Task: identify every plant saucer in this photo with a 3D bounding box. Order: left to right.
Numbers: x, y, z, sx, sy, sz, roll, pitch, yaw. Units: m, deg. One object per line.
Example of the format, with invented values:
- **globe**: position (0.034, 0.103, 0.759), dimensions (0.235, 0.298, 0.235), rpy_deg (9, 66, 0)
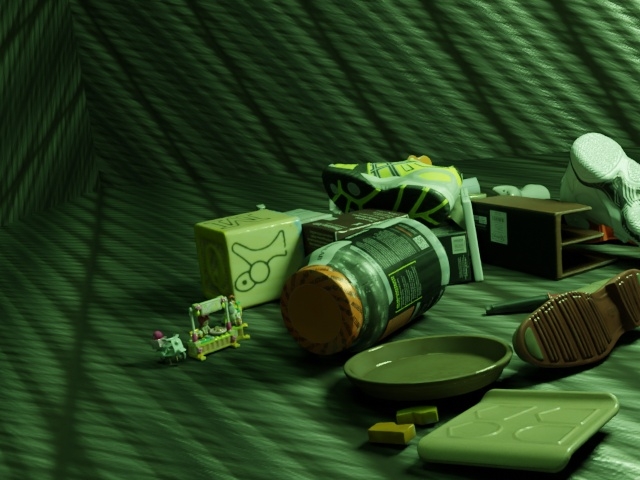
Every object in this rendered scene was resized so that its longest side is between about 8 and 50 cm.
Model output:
- **plant saucer**: position (0.177, 0.207, 1.444), dimensions (0.277, 0.041, 0.278), rpy_deg (-8, 6, 1)

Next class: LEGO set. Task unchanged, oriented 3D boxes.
- **LEGO set**: position (-0.213, 0.153, 1.787), dimensions (0.132, 0.107, 0.287), rpy_deg (0, 14, 28)

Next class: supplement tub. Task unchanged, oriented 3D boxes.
- **supplement tub**: position (0.087, 0.088, 1.695), dimensions (0.207, 0.207, 0.338), rpy_deg (2, 15, 36)

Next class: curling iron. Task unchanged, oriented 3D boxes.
- **curling iron**: position (0.464, 0.121, 1.739), dimensions (0.274, 0.035, 0.068), rpy_deg (-4, 13, 12)

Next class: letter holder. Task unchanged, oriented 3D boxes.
- **letter holder**: position (0.533, -0.024, 2.097), dimensions (0.214, 0.152, 0.302), rpy_deg (-11, 13, -27)

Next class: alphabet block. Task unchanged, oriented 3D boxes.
- **alphabet block**: position (-0.165, 0.041, 2.083), dimensions (0.197, 0.192, 0.193), rpy_deg (-12, 12, -29)

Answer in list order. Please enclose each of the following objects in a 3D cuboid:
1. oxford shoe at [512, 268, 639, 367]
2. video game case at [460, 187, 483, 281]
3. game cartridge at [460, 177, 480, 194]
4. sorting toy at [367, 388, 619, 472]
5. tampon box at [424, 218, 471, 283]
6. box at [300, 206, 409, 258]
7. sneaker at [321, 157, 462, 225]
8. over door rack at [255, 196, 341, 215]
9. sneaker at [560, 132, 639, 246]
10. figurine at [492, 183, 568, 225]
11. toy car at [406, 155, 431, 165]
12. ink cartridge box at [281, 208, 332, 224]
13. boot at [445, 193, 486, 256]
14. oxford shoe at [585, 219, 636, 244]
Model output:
- **oxford shoe**: position (0.438, 0.149, 1.526), dimensions (0.348, 0.123, 0.130), rpy_deg (-13, -9, -36)
- **video game case**: position (0.352, -0.017, 2.061), dimensions (0.022, 0.190, 0.173), rpy_deg (-9, 12, 9)
- **game cartridge**: position (0.334, -0.104, 2.548), dimensions (0.196, 0.060, 0.294), rpy_deg (-15, -10, -20)
- **sorting toy**: position (0.236, 0.265, 1.232), dimensions (0.307, 0.041, 0.229), rpy_deg (-5, 8, 36)
- **tampon box**: position (0.282, 0.027, 2.060), dimensions (0.101, 0.121, 0.161), rpy_deg (-8, 13, 0)
- **box**: position (0.087, 0.029, 2.046), dimensions (0.203, 0.167, 0.168), rpy_deg (-14, 14, -28)
- **sneaker**: position (0.175, -0.130, 2.167), dimensions (0.384, 0.145, 0.147), rpy_deg (14, 45, 35)
- **over door rack**: position (0.000, 0.000, 2.298), dimensions (0.239, 0.108, 0.324), rpy_deg (-12, 34, -22)
- **sneaker**: position (0.696, -0.064, 2.046), dimensions (0.137, 0.366, 0.210), rpy_deg (-30, -21, -17)
- **figurine**: position (0.577, -0.096, 2.308), dimensions (0.215, 0.092, 0.209), rpy_deg (22, 11, 38)
- **toy car**: position (0.224, -0.116, 2.349), dimensions (0.238, 0.210, 0.219), rpy_deg (-46, 24, 4)
- **ink cartridge box**: position (-0.066, -0.037, 2.621), dimensions (0.139, 0.082, 0.190), rpy_deg (-14, 16, -29)
- **boot**: position (0.319, -0.040, 2.233), dimensions (0.213, 0.165, 0.077), rpy_deg (-4, 12, 4)
- **oxford shoe**: position (0.768, -0.041, 2.184), dimensions (0.271, 0.097, 0.098), rpy_deg (3, 10, 38)
